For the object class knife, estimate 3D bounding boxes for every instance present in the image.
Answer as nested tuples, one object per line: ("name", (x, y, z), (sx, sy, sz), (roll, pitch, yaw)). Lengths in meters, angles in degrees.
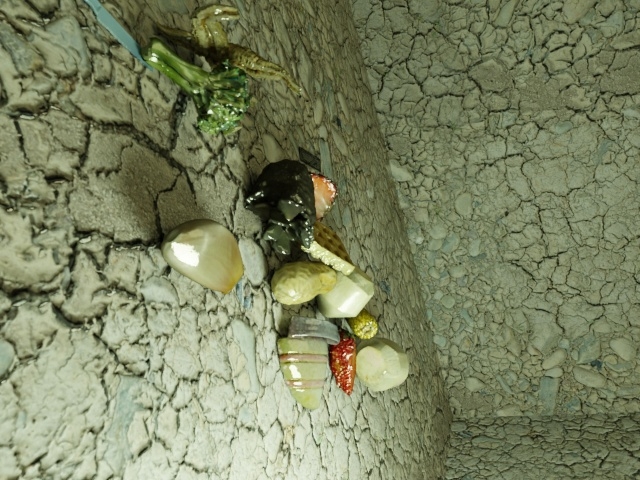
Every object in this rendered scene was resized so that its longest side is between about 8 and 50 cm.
("knife", (-0.473, -0.490, 0.953), (0.313, 0.019, 0.044), (45, 47, -52))

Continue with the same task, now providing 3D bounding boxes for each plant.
("plant", (-0.117, -0.103, 1.361), (0.199, 0.189, 0.275), (53, 32, -50))

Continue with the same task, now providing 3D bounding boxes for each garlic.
("garlic", (-0.269, 0.034, 1.044), (0.143, 0.112, 0.318), (-67, 151, -17))

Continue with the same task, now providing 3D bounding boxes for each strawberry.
("strawberry", (-0.053, -0.183, 1.631), (0.236, 0.190, 0.111), (42, 0, -37))
("strawberry", (0.085, 0.458, 1.666), (0.174, 0.098, 0.228), (7, 83, -81))

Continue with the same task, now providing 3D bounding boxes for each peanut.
("peanut", (-0.049, 0.134, 1.447), (0.306, 0.147, 0.146), (-6, 85, -67))

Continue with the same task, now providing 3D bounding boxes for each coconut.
("coconut", (0.255, 0.523, 1.856), (0.241, 0.241, 0.241), (41, 43, -54))
("coconut", (0.081, 0.195, 1.648), (0.202, 0.222, 0.202), (41, 7, -6))

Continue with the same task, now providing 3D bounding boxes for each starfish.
("starfish", (-0.222, -0.488, 1.204), (0.432, 0.324, 0.082), (31, 73, -55))

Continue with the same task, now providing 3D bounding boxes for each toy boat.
("toy boat", (-0.038, 0.372, 1.422), (0.276, 0.111, 0.293), (46, 49, -40))

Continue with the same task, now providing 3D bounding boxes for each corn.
("corn", (0.150, 0.313, 1.744), (0.310, 0.102, 0.101), (-150, -137, -77))

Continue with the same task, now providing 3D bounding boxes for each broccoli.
("broccoli", (-0.315, -0.368, 1.108), (0.275, 0.177, 0.198), (4, 85, -44))

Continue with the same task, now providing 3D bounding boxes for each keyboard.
("keyboard", (-0.041, -0.342, 1.860), (0.198, 0.010, 0.063), (13, 69, -64))

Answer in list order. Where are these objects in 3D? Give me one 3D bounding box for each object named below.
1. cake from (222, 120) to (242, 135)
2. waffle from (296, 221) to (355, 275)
("cake", (-0.293, -0.373, 1.291), (0.140, 0.055, 0.051), (54, 30, -10))
("waffle", (0.000, 0.000, 1.550), (0.248, 0.055, 0.221), (31, 20, -37))
